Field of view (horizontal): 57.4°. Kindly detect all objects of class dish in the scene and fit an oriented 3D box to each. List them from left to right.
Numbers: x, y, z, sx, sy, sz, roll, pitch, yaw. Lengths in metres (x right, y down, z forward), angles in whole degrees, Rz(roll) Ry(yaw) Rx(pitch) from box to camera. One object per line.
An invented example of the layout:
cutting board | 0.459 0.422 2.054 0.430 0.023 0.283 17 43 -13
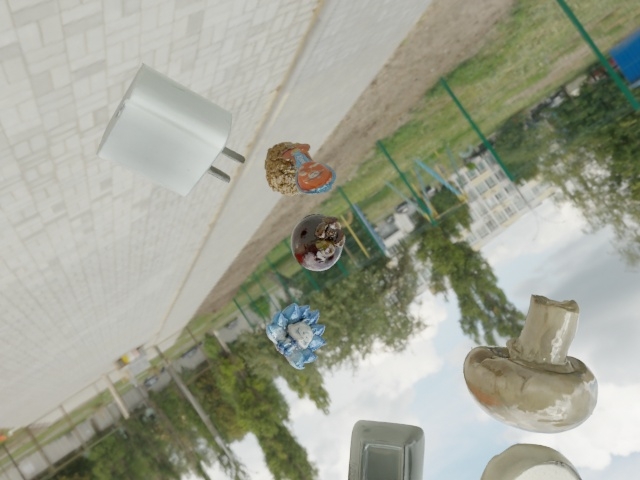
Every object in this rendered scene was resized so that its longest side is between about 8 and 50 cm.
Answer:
dish | 0.125 0.471 1.157 0.152 0.212 0.077 2 169 14

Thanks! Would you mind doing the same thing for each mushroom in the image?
mushroom | 0.464 0.261 1.286 0.293 0.289 0.292 6 -177 0

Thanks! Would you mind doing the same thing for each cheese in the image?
cheese | -0.034 -0.193 1.559 0.106 0.256 0.037 -26 133 -6

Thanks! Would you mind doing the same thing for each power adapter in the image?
power adapter | -0.269 -0.192 1.124 0.187 0.255 0.124 -44 -147 35

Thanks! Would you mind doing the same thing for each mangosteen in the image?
mangosteen | 0.000 0.000 1.302 0.140 0.140 0.140 -33 177 -2

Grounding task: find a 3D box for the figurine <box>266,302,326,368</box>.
figurine | -0.035 0.158 1.021 0.114 0.114 0.079 -32 180 -24

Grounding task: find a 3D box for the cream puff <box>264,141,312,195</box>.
cream puff | -0.095 -0.207 1.709 0.150 0.165 0.115 -35 -165 14

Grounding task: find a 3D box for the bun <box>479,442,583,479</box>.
bun | 0.338 0.412 0.963 0.173 0.172 0.120 -33 -170 -7
